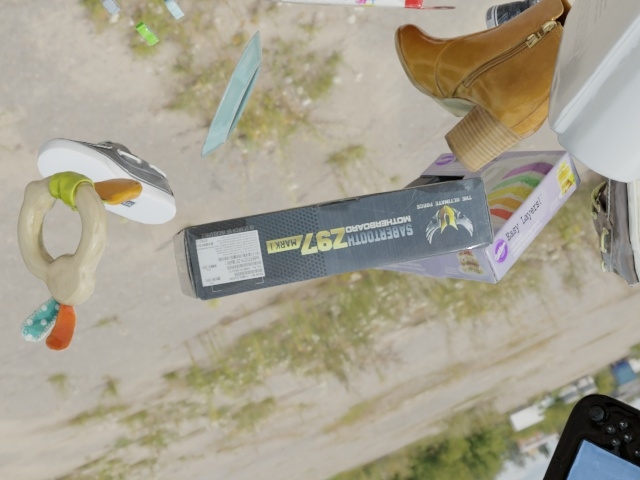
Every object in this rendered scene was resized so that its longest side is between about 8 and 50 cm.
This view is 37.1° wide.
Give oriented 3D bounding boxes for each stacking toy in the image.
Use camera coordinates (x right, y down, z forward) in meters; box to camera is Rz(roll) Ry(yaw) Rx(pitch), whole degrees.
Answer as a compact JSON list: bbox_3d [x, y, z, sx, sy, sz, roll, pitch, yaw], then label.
[{"bbox_3d":[-0.261,-0.414,1.609,0.167,0.052,0.221,-31,163,6],"label":"stacking toy"}]

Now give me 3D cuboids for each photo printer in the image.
[{"bbox_3d":[0.299,-0.223,0.711,0.307,0.107,0.256,-58,-176,40],"label":"photo printer"}]

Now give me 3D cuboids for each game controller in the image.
[{"bbox_3d":[0.393,0.385,1.365,0.067,0.166,0.319,11,101,-49],"label":"game controller"}]

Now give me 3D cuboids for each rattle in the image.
[{"bbox_3d":[-0.275,0.025,1.118,0.130,0.200,0.143,-11,175,12],"label":"rattle"}]

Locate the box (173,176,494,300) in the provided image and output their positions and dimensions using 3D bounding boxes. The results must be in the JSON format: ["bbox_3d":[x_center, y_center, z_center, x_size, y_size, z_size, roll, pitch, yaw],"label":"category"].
[{"bbox_3d":[0.000,0.000,0.783,0.232,0.059,0.183,-9,-179,-12],"label":"box"}]

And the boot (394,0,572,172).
[{"bbox_3d":[0.221,-0.240,1.207,0.104,0.295,0.211,27,121,-40],"label":"boot"}]

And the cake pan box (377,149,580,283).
[{"bbox_3d":[0.220,-0.044,1.449,0.246,0.070,0.267,-42,-151,-30],"label":"cake pan box"}]

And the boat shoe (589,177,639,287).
[{"bbox_3d":[0.464,-0.036,1.465,0.116,0.096,0.324,-62,146,-21],"label":"boat shoe"}]

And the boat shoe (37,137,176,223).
[{"bbox_3d":[-0.368,-0.124,1.664,0.108,0.102,0.301,-28,148,27],"label":"boat shoe"}]

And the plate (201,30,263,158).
[{"bbox_3d":[-0.113,-0.192,1.290,0.188,0.024,0.188,-155,-90,-86],"label":"plate"}]

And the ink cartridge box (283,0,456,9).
[{"bbox_3d":[0.051,-0.342,1.240,0.231,0.078,0.134,0,-166,-13],"label":"ink cartridge box"}]

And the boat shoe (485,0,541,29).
[{"bbox_3d":[0.320,-0.283,1.416,0.083,0.065,0.183,-8,142,37],"label":"boat shoe"}]
